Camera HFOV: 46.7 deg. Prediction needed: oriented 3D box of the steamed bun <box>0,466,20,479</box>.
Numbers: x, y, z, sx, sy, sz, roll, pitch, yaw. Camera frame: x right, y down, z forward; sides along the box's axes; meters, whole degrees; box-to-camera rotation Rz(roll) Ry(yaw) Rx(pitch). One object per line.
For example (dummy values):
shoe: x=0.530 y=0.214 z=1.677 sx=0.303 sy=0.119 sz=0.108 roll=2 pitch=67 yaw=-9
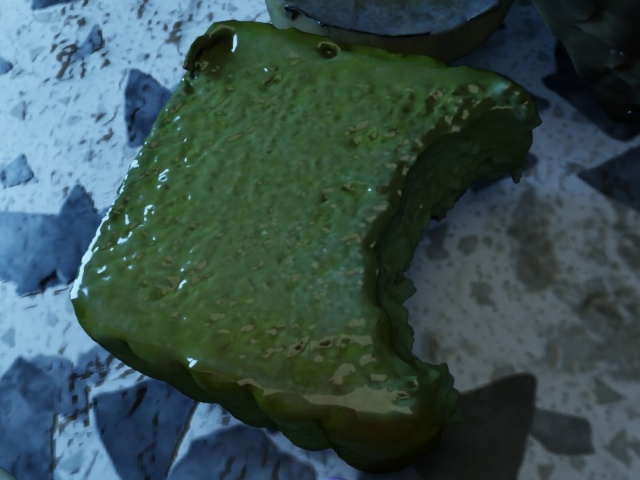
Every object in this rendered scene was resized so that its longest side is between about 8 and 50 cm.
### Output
steamed bun: x=-0.109 y=0.220 z=0.310 sx=0.428 sy=0.189 sz=0.247 roll=30 pitch=57 yaw=32

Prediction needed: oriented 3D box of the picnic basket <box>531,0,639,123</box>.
picnic basket: x=0.252 y=-0.251 z=0.399 sx=0.337 sy=0.337 sz=0.293 roll=-1 pitch=65 yaw=9

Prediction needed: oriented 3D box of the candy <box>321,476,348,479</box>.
candy: x=0.067 y=0.179 z=0.375 sx=0.160 sy=0.092 sz=0.073 roll=15 pitch=73 yaw=14

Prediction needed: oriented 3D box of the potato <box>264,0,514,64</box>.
potato: x=0.079 y=-0.186 z=0.553 sx=0.243 sy=0.098 sz=0.138 roll=-32 pitch=68 yaw=-15

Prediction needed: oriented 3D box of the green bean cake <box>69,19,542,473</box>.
green bean cake: x=0.000 y=0.000 z=0.459 sx=0.233 sy=0.124 sz=0.236 roll=16 pitch=68 yaw=18
